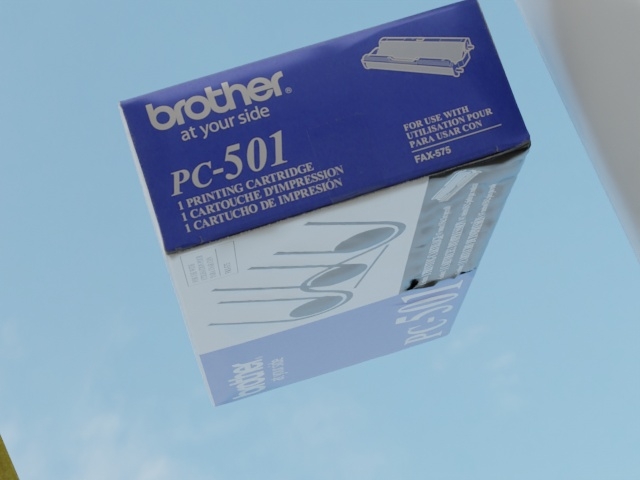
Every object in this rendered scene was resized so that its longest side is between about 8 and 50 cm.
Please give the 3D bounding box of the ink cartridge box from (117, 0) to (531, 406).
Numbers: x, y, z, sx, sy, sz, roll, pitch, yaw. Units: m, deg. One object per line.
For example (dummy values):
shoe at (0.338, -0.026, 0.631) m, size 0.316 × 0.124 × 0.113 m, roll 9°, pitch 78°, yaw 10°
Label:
ink cartridge box at (0.000, 0.000, 0.451) m, size 0.097 × 0.207 × 0.046 m, roll -17°, pitch -106°, yaw -6°

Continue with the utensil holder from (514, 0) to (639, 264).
utensil holder at (0.204, -0.094, 0.346) m, size 0.328 × 0.385 × 0.327 m, roll -14°, pitch -27°, yaw -8°

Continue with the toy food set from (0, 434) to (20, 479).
toy food set at (-0.139, 0.065, 0.336) m, size 0.128 × 0.071 × 0.217 m, roll -29°, pitch -97°, yaw 36°
